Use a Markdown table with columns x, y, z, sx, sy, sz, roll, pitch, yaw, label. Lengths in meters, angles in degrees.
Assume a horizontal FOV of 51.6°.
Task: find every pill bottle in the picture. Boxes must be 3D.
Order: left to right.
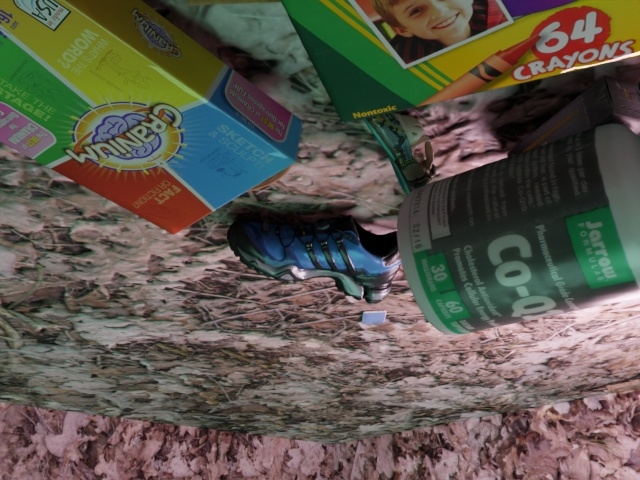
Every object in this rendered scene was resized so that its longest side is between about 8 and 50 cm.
| x | y | z | sx | sy | sz | roll | pitch | yaw | label |
| --- | --- | --- | --- | --- | --- | --- | --- | --- | --- |
| 0.293 | -0.017 | 0.793 | 0.360 | 0.204 | 0.204 | -18 | 150 | 31 | pill bottle |

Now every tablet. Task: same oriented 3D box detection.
| x | y | z | sx | sy | sz | roll | pitch | yaw | label |
| --- | --- | --- | --- | --- | --- | --- | --- | --- | --- |
| 0.124 | 0.179 | 1.544 | 0.054 | 0.006 | 0.083 | -3 | 155 | 0 | tablet |

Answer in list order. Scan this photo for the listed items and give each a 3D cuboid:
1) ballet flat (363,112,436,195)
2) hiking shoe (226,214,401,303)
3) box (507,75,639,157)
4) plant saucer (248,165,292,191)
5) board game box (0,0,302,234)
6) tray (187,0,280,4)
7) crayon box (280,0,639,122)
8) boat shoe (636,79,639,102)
| x | y | z | sx | sy | sz | roll | pitch | yaw | label |
| --- | --- | --- | --- | --- | --- | --- | --- | --- | --- |
| 0.109 | -0.126 | 0.859 | 0.070 | 0.070 | 0.188 | -11 | 155 | 18 | ballet flat |
| 0.000 | 0.000 | 1.083 | 0.303 | 0.113 | 0.132 | 15 | 122 | -23 | hiking shoe |
| 0.401 | -0.118 | 0.889 | 0.230 | 0.056 | 0.183 | 9 | 151 | -22 | box |
| -0.132 | -0.124 | 0.855 | 0.199 | 0.037 | 0.200 | -3 | 154 | -1 | plant saucer |
| -0.215 | -0.140 | 0.717 | 0.316 | 0.064 | 0.242 | 32 | 140 | -33 | board game box |
| -0.018 | -0.324 | 0.406 | 0.202 | 0.076 | 0.411 | -2 | 155 | 0 | tray |
| 0.133 | -0.234 | 0.376 | 0.362 | 0.106 | 0.313 | -10 | 150 | 17 | crayon box |
| 0.434 | -0.213 | 0.681 | 0.228 | 0.080 | 0.076 | -21 | 131 | 39 | boat shoe |
